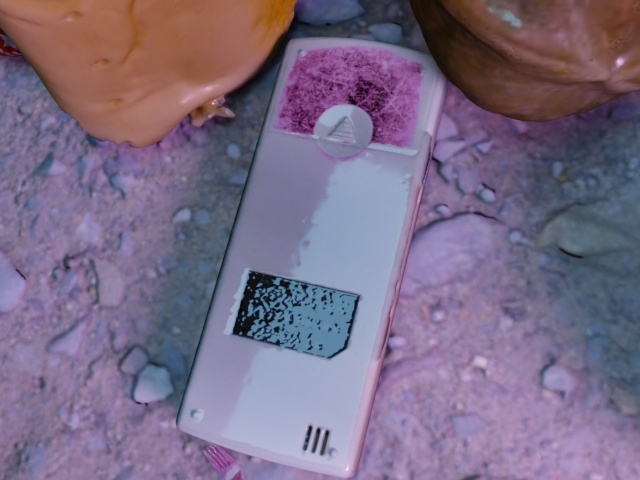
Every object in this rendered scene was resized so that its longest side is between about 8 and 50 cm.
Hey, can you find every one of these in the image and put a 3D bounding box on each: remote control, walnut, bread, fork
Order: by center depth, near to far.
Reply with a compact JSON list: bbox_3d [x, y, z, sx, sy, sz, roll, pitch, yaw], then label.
[{"bbox_3d":[0.160,-0.225,0.504,0.283,0.227,0.282,13,58,-22],"label":"walnut"},{"bbox_3d":[-0.116,-0.302,0.509,0.251,0.394,0.360,0,72,-5],"label":"bread"},{"bbox_3d":[-0.049,0.202,0.545,0.016,0.012,0.115,-44,77,1],"label":"fork"},{"bbox_3d":[0.000,0.000,0.566,0.145,0.050,0.343,13,78,14],"label":"remote control"}]

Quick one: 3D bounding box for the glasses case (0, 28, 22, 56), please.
[{"bbox_3d":[-0.291,-0.271,0.657,0.073,0.049,0.194,18,112,36],"label":"glasses case"}]
